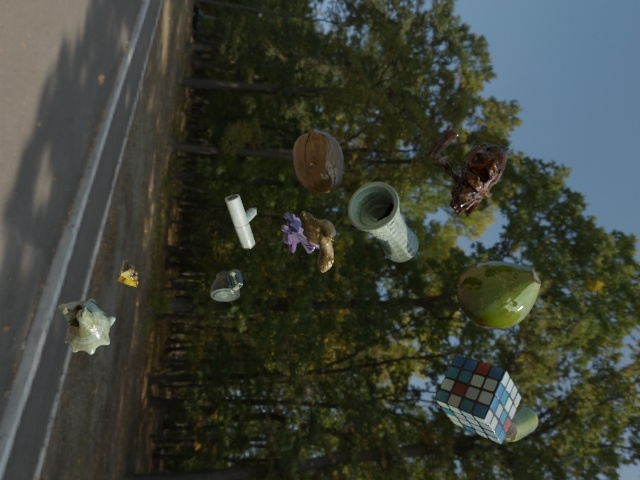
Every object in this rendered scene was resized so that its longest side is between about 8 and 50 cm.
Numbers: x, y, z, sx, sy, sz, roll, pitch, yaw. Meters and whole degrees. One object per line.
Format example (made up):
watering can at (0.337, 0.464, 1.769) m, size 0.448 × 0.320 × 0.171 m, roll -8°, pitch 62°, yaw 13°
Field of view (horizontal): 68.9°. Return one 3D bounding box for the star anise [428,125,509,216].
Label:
star anise at (0.397, -0.192, 1.244) m, size 0.148 × 0.346 × 0.238 m, roll 37°, pitch -86°, yaw 39°

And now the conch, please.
conch at (-0.596, 0.201, 1.190) m, size 0.114 × 0.137 × 0.234 m, roll -38°, pitch 150°, yaw -50°

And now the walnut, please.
walnut at (-0.006, -0.255, 1.512) m, size 0.167 × 0.167 × 0.207 m, roll -149°, pitch -133°, yaw -72°

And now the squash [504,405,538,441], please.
squash at (0.599, 0.559, 1.421) m, size 0.083 × 0.250 × 0.083 m, roll -7°, pitch -102°, yaw 38°

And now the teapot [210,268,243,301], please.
teapot at (-0.208, 0.098, 1.054) m, size 0.087 × 0.066 × 0.057 m, roll -30°, pitch -128°, yaw 31°

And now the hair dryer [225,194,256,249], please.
hair dryer at (-0.214, -0.085, 1.337) m, size 0.183 × 0.044 × 0.155 m, roll -84°, pitch 163°, yaw -59°

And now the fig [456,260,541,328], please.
fig at (0.514, 0.160, 1.348) m, size 0.229 × 0.207 × 0.208 m, roll 3°, pitch -93°, yaw 39°

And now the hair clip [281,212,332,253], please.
hair clip at (-0.072, -0.011, 1.756) m, size 0.090 × 0.278 × 0.137 m, roll 1°, pitch -111°, yaw 40°

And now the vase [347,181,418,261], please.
vase at (0.196, -0.035, 1.345) m, size 0.299 × 0.143 × 0.143 m, roll 43°, pitch 40°, yaw -56°

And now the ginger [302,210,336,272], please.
ginger at (-0.007, 0.005, 1.622) m, size 0.059 × 0.132 × 0.214 m, roll -35°, pitch 131°, yaw -50°

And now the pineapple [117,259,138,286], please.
pineapple at (-0.728, 0.122, 1.749) m, size 0.115 × 0.077 × 0.114 m, roll 67°, pitch -26°, yaw 9°

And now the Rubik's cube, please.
Rubik's cube at (0.432, 0.431, 1.278) m, size 0.154 × 0.155 × 0.151 m, roll 6°, pitch -128°, yaw 47°
